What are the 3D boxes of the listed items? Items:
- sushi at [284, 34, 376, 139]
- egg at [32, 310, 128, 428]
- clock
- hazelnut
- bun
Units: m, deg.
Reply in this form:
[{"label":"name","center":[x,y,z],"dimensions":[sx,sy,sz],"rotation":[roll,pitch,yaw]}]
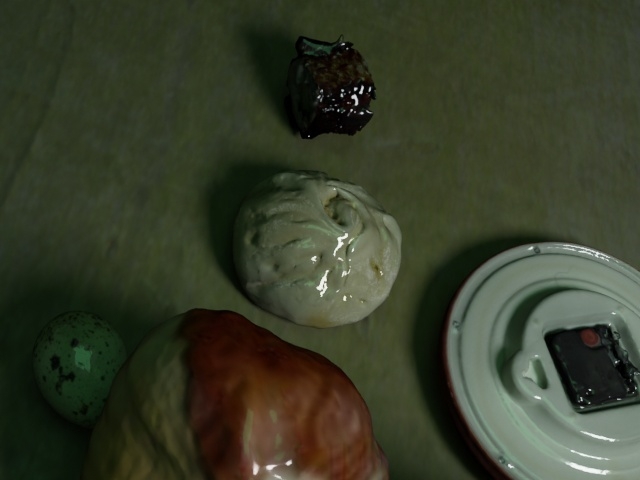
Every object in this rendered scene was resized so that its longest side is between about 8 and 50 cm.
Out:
[{"label":"sushi","center":[0.009,-0.169,1.108],"dimensions":[0.084,0.094,0.098],"rotation":[-6,63,-22]},{"label":"egg","center":[-0.214,0.117,0.881],"dimensions":[0.085,0.085,0.110],"rotation":[-24,78,-27]},{"label":"clock","center":[0.275,0.140,1.020],"dimensions":[0.318,0.080,0.318],"rotation":[8,59,-13]},{"label":"hazelnut","center":[-0.073,0.191,0.792],"dimensions":[0.261,0.241,0.261],"rotation":[-6,107,-19]},{"label":"bun","center":[0.000,0.000,1.004],"dimensions":[0.183,0.102,0.183],"rotation":[6,62,-11]}]
